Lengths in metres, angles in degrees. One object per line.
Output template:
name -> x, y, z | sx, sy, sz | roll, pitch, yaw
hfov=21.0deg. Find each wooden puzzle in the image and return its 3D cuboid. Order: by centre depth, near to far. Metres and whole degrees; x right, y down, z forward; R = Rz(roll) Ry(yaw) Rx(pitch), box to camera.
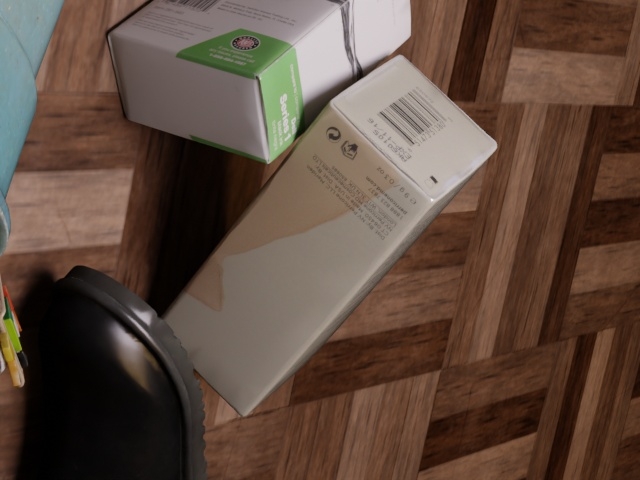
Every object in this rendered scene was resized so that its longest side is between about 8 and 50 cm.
wooden puzzle -> -0.241, 0.069, 1.342 | 0.014, 0.116, 0.078 | -14, 130, -8

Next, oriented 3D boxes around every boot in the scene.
boot -> -0.213, 0.218, 1.434 | 0.260, 0.131, 0.348 | -46, 141, -36

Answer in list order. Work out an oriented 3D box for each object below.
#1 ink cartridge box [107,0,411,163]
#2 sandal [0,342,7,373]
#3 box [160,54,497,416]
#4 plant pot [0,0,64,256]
ink cartridge box -> -0.045, -0.175, 1.466 | 0.219, 0.160, 0.092 | -43, 139, -38
sandal -> -0.280, 0.109, 1.320 | 0.102, 0.076, 0.265 | -33, 131, -49
box -> 0.000, 0.000, 1.511 | 0.311, 0.121, 0.148 | -50, 174, 35
plant pot -> -0.266, -0.207, 0.969 | 0.334, 0.341, 0.341 | -68, 150, -23
